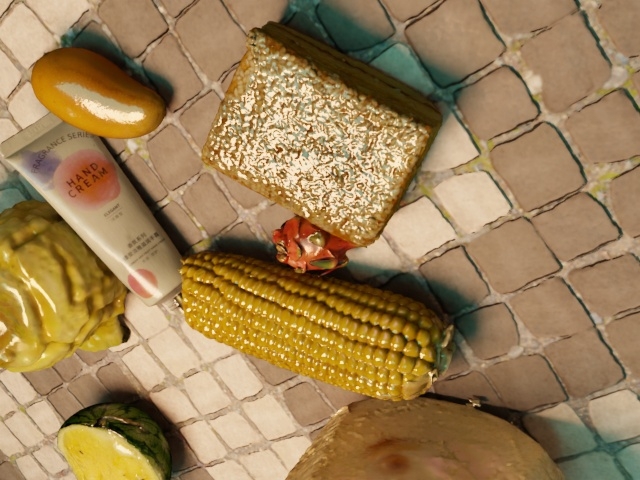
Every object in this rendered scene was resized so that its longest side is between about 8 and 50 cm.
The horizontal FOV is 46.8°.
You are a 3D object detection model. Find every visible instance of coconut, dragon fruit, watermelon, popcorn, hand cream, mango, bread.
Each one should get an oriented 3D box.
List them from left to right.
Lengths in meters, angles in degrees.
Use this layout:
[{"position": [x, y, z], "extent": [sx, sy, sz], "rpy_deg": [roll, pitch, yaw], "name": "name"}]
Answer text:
[{"position": [-0.436, 0.071, 1.087], "extent": [0.293, 0.237, 0.292], "rpy_deg": [9, 118, 18], "name": "popcorn"}, {"position": [-0.287, -0.188, 0.966], "extent": [0.184, 0.085, 0.102], "rpy_deg": [21, 121, 2], "name": "mango"}, {"position": [-0.289, -0.030, 1.037], "extent": [0.340, 0.124, 0.078], "rpy_deg": [53, 158, -11], "name": "hand cream"}, {"position": [-0.338, 0.355, 1.265], "extent": [0.204, 0.127, 0.232], "rpy_deg": [7, 121, 23], "name": "watermelon"}, {"position": [0.001, -0.002, 0.931], "extent": [0.116, 0.081, 0.086], "rpy_deg": [-16, 109, 7], "name": "dragon fruit"}, {"position": [0.001, -0.120, 0.848], "extent": [0.234, 0.110, 0.184], "rpy_deg": [30, 123, 5], "name": "bread"}, {"position": [0.112, 0.424, 0.933], "extent": [0.405, 0.404, 0.404], "rpy_deg": [12, 122, 20], "name": "coconut"}]

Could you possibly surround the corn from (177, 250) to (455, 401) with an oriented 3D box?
[{"position": [-0.017, 0.109, 0.966], "extent": [0.387, 0.144, 0.143], "rpy_deg": [11, 121, 20], "name": "corn"}]
